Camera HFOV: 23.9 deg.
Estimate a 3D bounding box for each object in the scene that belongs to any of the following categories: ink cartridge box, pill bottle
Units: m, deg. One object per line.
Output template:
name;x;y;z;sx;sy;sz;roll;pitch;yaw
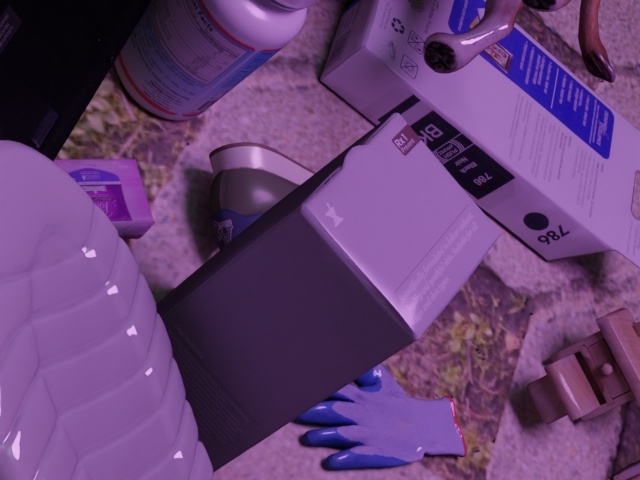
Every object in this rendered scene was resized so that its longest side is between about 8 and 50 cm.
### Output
ink cartridge box;0.156;-0.104;1.280;0.332;0.065;0.165;36;45;-20
pill bottle;-0.066;-0.154;1.026;0.087;0.160;0.087;23;51;-33

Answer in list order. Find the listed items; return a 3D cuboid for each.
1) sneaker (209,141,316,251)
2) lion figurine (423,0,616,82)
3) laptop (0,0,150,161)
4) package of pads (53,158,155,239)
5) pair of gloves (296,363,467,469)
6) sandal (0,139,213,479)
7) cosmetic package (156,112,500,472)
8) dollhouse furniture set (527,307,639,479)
sneaker;0.000;0.000;1.073;0.192;0.064;0.086;19;61;-34
lion figurine;0.089;-0.258;1.172;0.392;0.142;0.240;28;49;15
laptop;-0.301;-0.274;0.936;0.408;0.236;0.382;56;37;-32
package of pads;-0.149;-0.025;0.964;0.083;0.032;0.050;-3;67;-45
pair of gloves;0.056;0.169;1.046;0.159;0.023;0.198;8;61;-41
sandal;-0.124;0.152;0.789;0.416;0.102;0.169;69;25;-18
cosmetic package;-0.022;0.041;0.887;0.107;0.238;0.127;51;42;-6
dollhouse furniture set;0.245;0.193;1.042;0.355;0.174;0.303;-11;72;-60
